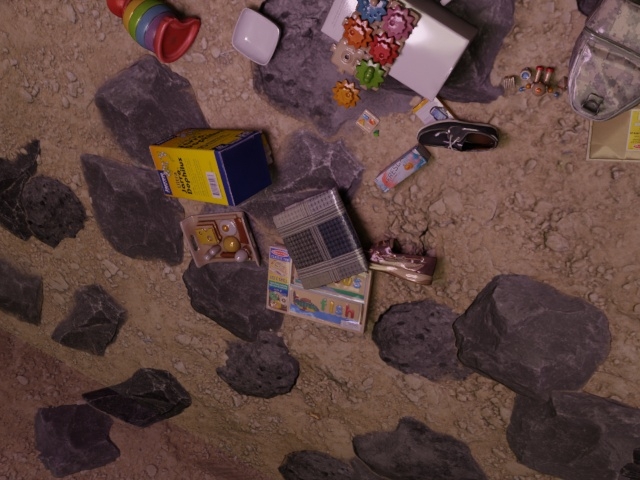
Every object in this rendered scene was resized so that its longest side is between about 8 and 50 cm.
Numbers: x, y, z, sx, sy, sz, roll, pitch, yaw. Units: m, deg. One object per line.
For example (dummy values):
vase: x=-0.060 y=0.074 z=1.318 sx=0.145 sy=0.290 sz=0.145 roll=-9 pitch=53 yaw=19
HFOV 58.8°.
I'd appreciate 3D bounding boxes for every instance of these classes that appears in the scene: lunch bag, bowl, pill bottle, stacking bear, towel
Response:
lunch bag: x=0.683 y=-0.423 z=1.314 sx=0.213 sy=0.305 sz=0.256 roll=32 pitch=125 yaw=7
bowl: x=-0.191 y=-0.630 z=1.750 sx=0.142 sy=0.053 sz=0.142 roll=34 pitch=127 yaw=3
pill bottle: x=-0.208 y=-0.315 z=1.948 sx=0.065 sy=0.065 sz=0.116 roll=-10 pitch=114 yaw=30
stacking bear: x=-0.561 y=-0.716 z=1.816 sx=0.289 sy=0.175 sz=0.164 roll=40 pitch=122 yaw=10
towel: x=0.000 y=0.000 z=1.992 sx=0.324 sy=0.056 sz=0.312 roll=-20 pitch=96 yaw=41

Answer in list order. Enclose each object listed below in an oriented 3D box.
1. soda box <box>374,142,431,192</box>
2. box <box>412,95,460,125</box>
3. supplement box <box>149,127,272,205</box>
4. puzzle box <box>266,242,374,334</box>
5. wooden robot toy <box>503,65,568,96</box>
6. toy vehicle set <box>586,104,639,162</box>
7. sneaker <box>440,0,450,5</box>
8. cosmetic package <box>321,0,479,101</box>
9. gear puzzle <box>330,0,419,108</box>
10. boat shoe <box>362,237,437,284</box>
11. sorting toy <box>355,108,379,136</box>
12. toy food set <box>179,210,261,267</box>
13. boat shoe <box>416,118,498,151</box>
soda box: x=0.256 y=-0.227 z=1.784 sx=0.058 sy=0.063 sz=0.183 roll=47 pitch=128 yaw=-8
box: x=0.347 y=-0.363 z=1.680 sx=0.136 sy=0.028 sz=0.081 roll=46 pitch=128 yaw=-10
supplement box: x=-0.375 y=-0.258 z=1.935 sx=0.357 sy=0.194 sz=0.195 roll=10 pitch=124 yaw=36
puzzle box: x=-0.007 y=0.178 z=2.138 sx=0.409 sy=0.052 sz=0.272 roll=12 pitch=112 yaw=18
wooden robot toy: x=0.573 y=-0.416 z=1.505 sx=0.173 sy=0.079 sz=0.076 roll=14 pitch=125 yaw=16
toy vehicle set: x=0.846 y=-0.286 z=1.485 sx=0.267 sy=0.035 sz=0.165 roll=6 pitch=122 yaw=22
sneaker: x=0.359 y=-0.712 z=1.430 sx=0.121 sy=0.079 sz=0.217 roll=47 pitch=119 yaw=-4
cosmetic package: x=0.213 y=-0.567 z=1.534 sx=0.366 sy=0.155 sz=0.197 roll=34 pitch=129 yaw=1
gear puzzle: x=0.108 y=-0.492 z=1.513 sx=0.176 sy=0.044 sz=0.339 roll=34 pitch=134 yaw=2
boat shoe: x=0.234 y=0.049 z=1.954 sx=0.342 sy=0.123 sz=0.123 roll=18 pitch=96 yaw=27
sorting toy: x=0.157 y=-0.363 z=1.778 sx=0.083 sy=0.012 sz=0.062 roll=39 pitch=128 yaw=-1
toy food set: x=-0.391 y=0.009 z=2.221 sx=0.306 sy=0.092 sz=0.219 roll=-3 pitch=119 yaw=26
boat shoe: x=0.394 y=-0.297 z=1.641 sx=0.233 sy=0.079 sz=0.084 roll=4 pitch=133 yaw=10
